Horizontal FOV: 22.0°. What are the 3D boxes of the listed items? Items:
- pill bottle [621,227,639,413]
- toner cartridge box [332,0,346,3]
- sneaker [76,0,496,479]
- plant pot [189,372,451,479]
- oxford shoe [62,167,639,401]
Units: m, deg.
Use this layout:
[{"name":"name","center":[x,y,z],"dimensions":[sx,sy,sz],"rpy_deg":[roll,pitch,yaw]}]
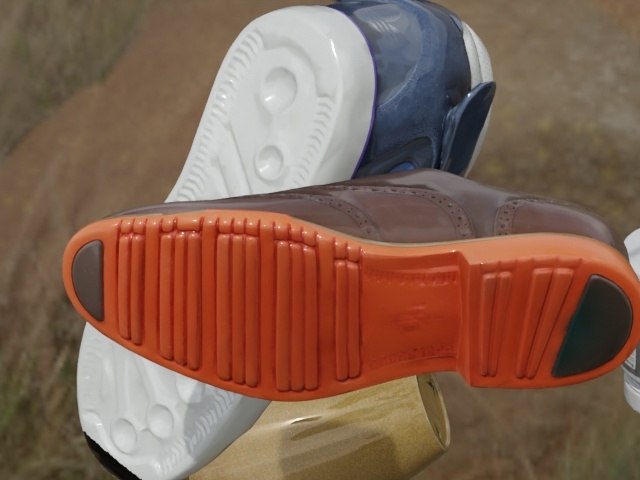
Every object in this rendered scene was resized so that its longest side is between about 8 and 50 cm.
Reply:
[{"name":"pill bottle","center":[0.259,0.062,1.222],"dimensions":[0.078,0.137,0.078],"rpy_deg":[-4,35,3]},{"name":"toner cartridge box","center":[0.011,-0.295,1.238],"dimensions":[0.075,0.165,0.348],"rpy_deg":[31,0,20]},{"name":"sneaker","center":[0.000,-0.001,1.022],"dimensions":[0.130,0.323,0.236],"rpy_deg":[35,23,26]},{"name":"plant pot","center":[0.005,0.209,1.820],"dimensions":[0.254,0.237,0.237],"rpy_deg":[-19,29,14]},{"name":"oxford shoe","center":[0.014,0.014,0.796],"dimensions":[0.271,0.097,0.098],"rpy_deg":[5,31,-3]}]
